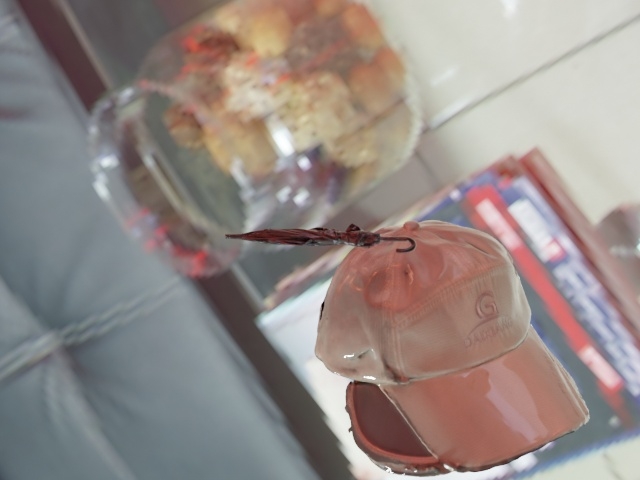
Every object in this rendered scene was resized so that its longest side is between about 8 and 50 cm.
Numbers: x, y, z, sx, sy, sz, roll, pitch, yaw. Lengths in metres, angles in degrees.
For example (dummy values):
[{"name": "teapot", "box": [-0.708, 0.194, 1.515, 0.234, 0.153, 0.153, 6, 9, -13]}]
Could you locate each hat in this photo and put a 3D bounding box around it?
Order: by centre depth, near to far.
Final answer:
[{"name": "hat", "box": [0.123, 0.094, 1.825, 0.275, 0.232, 0.161, 51, 151, 31]}]

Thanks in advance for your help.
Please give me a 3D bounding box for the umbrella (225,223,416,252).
[{"name": "umbrella", "box": [0.001, -0.002, 1.263, 0.122, 0.022, 0.013, 4, 123, 8]}]
